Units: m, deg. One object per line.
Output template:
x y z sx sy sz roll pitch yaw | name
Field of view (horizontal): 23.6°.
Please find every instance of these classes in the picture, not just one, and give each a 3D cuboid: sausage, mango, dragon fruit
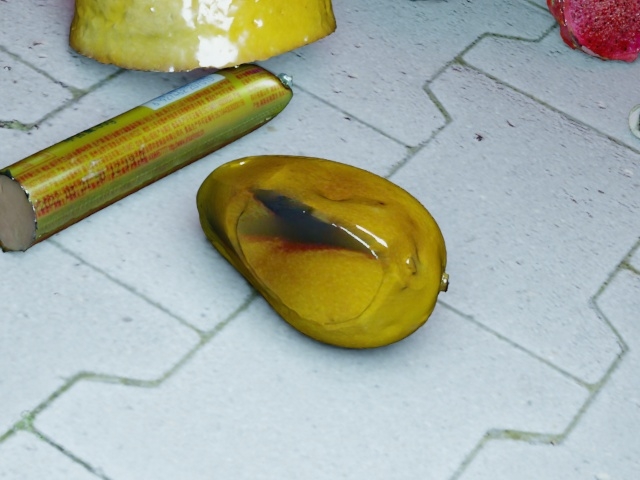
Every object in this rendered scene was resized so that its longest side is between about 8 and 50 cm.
-0.151 -0.096 1.410 0.082 0.082 0.371 36 43 23 | sausage
0.000 0.000 1.307 0.236 0.136 0.166 26 26 20 | mango
0.309 -0.284 1.748 0.153 0.153 0.111 -6 14 -24 | dragon fruit

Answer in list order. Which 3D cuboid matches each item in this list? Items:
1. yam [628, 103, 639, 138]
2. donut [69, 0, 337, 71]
0.456 -0.176 1.719 0.326 0.045 0.045 -24 13 -40 | yam
-0.119 -0.260 1.550 0.277 0.109 0.277 -1 24 0 | donut
